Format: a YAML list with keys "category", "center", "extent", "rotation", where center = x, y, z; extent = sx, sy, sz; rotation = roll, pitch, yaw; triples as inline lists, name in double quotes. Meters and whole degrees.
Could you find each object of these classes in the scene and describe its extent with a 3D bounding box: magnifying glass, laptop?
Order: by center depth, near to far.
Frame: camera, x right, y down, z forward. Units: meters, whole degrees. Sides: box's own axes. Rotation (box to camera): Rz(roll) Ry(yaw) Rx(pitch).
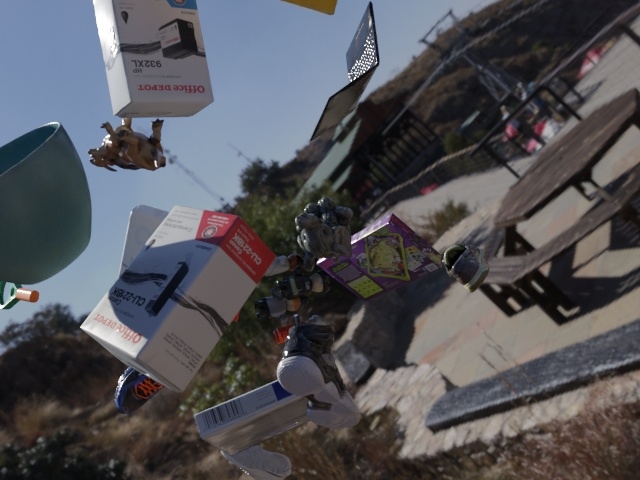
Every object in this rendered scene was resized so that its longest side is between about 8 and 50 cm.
- category: "magnifying glass"
  center: [-0.744, 0.129, 1.539]
  extent: [0.231, 0.026, 0.092]
  rotation: [1, 81, 43]
- category: "laptop"
  center: [0.049, -0.412, 1.558]
  extent: [0.234, 0.136, 0.264]
  rotation: [129, 138, -69]

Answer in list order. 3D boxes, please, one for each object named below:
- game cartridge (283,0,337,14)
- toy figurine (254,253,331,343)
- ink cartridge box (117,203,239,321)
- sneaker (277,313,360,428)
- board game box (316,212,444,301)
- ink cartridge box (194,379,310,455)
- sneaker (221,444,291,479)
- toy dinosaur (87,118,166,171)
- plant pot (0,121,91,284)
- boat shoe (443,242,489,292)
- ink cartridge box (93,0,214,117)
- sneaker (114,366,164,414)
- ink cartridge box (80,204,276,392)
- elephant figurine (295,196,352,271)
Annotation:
- category: "game cartridge"
  center: [-0.083, -0.701, 1.439]
  extent: [0.053, 0.323, 0.285]
  rotation: [-133, 55, -61]
- category: "toy figurine"
  center: [-0.075, 0.148, 1.673]
  extent: [0.148, 0.213, 0.209]
  rotation: [-10, 26, -26]
- category: "ink cartridge box"
  center: [-0.413, 0.089, 1.934]
  extent: [0.091, 0.384, 0.308]
  rotation: [-83, 10, -70]
- category: "sneaker"
  center: [0.007, 0.253, 1.225]
  extent: [0.101, 0.269, 0.153]
  rotation: [-14, 45, 20]
- category: "board game box"
  center: [0.166, 0.060, 1.825]
  extent: [0.347, 0.208, 0.056]
  rotation: [-31, 30, 49]
- category: "ink cartridge box"
  center: [-0.119, 0.425, 1.571]
  extent: [0.324, 0.071, 0.330]
  rotation: [-22, -23, -7]
- category: "sneaker"
  center: [-0.204, 0.663, 1.875]
  extent: [0.095, 0.235, 0.090]
  rotation: [-47, 20, 36]
- category: "toy dinosaur"
  center: [-0.473, -0.230, 1.626]
  extent: [0.127, 0.295, 0.200]
  rotation: [-43, -32, -32]
- category: "plant pot"
  center: [-0.507, -0.041, 1.069]
  extent: [0.290, 0.195, 0.290]
  rotation: [-23, 29, 14]
- category: "boat shoe"
  center: [0.287, 0.039, 1.275]
  extent: [0.080, 0.073, 0.223]
  rotation: [-51, 3, 13]
- category: "ink cartridge box"
  center: [-0.411, -0.472, 1.558]
  extent: [0.223, 0.308, 0.129]
  rotation: [-10, -1, -37]
- category: "sneaker"
  center: [-0.358, 0.290, 1.379]
  extent: [0.221, 0.083, 0.087]
  rotation: [-48, 28, -19]
- category: "ink cartridge box"
  center: [-0.235, 0.086, 1.041]
  extent: [0.197, 0.114, 0.273]
  rotation: [11, 60, 44]
- category: "elephant figurine"
  center: [0.000, 0.000, 1.631]
  extent: [0.169, 0.186, 0.239]
  rotation: [-58, 7, 24]
